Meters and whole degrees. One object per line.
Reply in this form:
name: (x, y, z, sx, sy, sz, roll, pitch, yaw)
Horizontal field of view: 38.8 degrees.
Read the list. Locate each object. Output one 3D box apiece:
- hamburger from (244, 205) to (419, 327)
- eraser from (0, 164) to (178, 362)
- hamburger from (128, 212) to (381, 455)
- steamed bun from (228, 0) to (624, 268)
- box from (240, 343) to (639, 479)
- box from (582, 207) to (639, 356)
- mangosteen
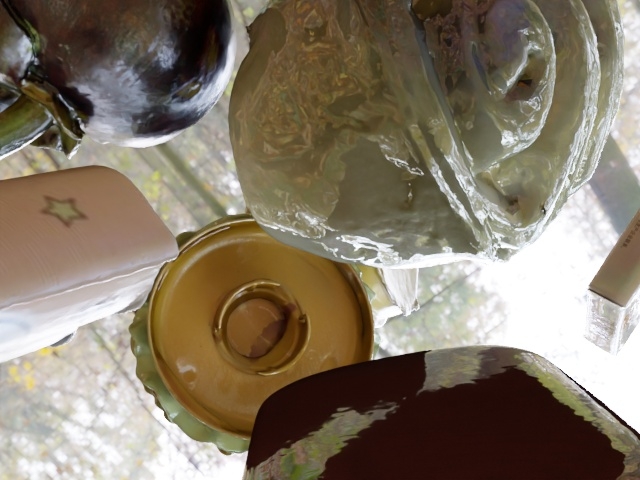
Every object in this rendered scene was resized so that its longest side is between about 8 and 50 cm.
hamburger: (0.000, 0.000, 1.282, 0.237, 0.276, 0.276, -13, -151, 18)
eraser: (-0.222, 0.041, 0.381, 0.171, 0.087, 0.290, -27, 174, 40)
hamburger: (-0.078, 0.103, 1.030, 0.274, 0.274, 0.212, -44, -177, -14)
steamed bun: (0.101, -0.156, 0.778, 0.247, 0.352, 0.339, 129, -36, -68)
box: (0.071, 0.158, 0.576, 0.263, 0.108, 0.404, -10, -176, 2)
box: (0.496, -0.018, 1.304, 0.069, 0.214, 0.353, 30, -104, 25)
mangosteen: (-0.211, -0.158, 0.798, 0.289, 0.231, 0.231, -52, -157, -12)
